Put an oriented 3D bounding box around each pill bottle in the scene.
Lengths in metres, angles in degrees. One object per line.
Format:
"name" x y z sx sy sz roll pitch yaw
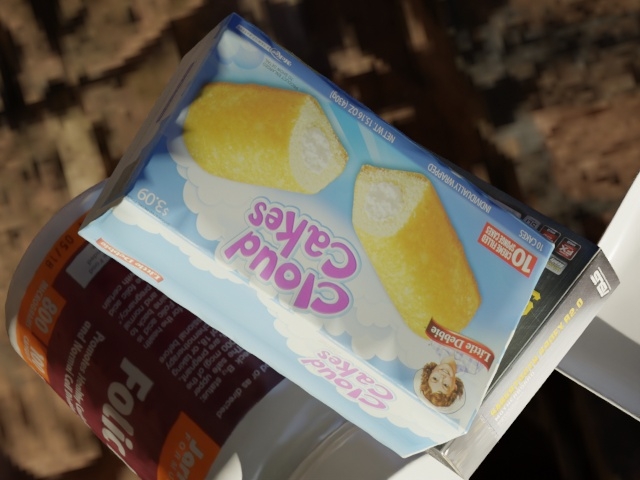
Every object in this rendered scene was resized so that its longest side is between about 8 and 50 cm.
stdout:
"pill bottle" -0.073 0.131 1.695 0.392 0.224 0.224 41 -7 28

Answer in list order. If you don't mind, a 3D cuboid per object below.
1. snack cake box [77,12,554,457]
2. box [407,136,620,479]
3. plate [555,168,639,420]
"snack cake box" 0.000 0.000 1.246 0.264 0.089 0.152 35 62 -14
"box" 0.069 0.036 1.413 0.231 0.183 0.056 33 -11 37
"plate" 0.419 0.085 2.187 0.277 0.278 0.045 -62 169 23
